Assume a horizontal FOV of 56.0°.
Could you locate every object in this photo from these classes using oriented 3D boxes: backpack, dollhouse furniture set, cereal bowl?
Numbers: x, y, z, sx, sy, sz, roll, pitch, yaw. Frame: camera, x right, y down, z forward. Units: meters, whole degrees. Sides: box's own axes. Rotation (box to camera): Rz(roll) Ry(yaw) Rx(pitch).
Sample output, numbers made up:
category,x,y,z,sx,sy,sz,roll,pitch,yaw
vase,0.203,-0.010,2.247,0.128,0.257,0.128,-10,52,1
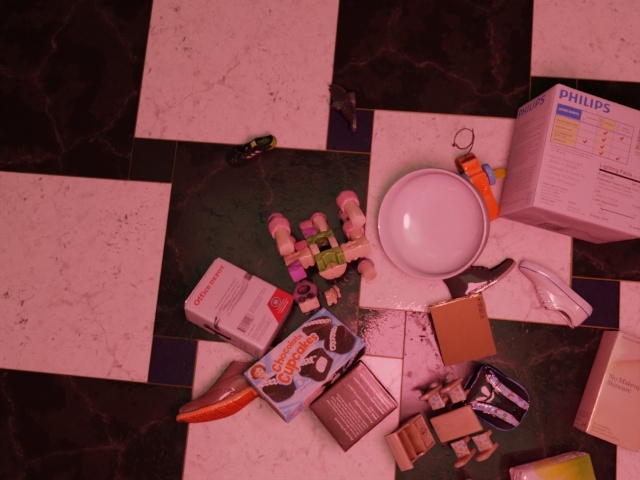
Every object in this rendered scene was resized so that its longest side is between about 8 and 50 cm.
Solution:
category,x,y,z,sx,sy,sz,roll,pitch,yaw
backpack,0.517,0.467,1.779,0.173,0.117,0.158,30,84,8
dollhouse furniture set,0.332,0.541,1.702,0.242,0.161,0.212,-34,78,36
cereal bowl,0.353,-0.052,1.824,0.339,0.141,0.339,4,97,31

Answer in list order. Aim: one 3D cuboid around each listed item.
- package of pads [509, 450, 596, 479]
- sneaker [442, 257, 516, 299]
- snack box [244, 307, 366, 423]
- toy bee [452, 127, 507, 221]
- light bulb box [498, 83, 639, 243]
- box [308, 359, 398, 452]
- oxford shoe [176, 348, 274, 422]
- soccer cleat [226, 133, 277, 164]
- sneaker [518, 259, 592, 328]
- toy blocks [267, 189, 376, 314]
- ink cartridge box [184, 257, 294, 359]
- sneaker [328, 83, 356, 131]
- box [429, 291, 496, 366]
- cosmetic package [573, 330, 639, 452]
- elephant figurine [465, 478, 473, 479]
category,x,y,z,sx,sy,sz,roll,pitch,yaw
package of pads,0.683,0.774,1.716,0.229,0.101,0.297,-10,80,-10
sneaker,0.485,0.093,1.853,0.222,0.083,0.118,-34,82,0
snack box,-0.042,0.360,1.774,0.322,0.060,0.187,-38,57,-24
toy bee,0.484,-0.211,1.880,0.195,0.162,0.298,-3,107,-3
light bulb box,0.760,-0.212,1.774,0.358,0.225,0.361,15,82,-9
box,0.098,0.481,1.778,0.203,0.168,0.167,-41,81,-2
oxford shoe,-0.275,0.452,1.844,0.363,0.130,0.133,-21,64,-6
soccer cleat,-0.228,-0.301,1.961,0.179,0.072,0.060,-24,81,0
sneaker,0.700,0.164,1.824,0.258,0.094,0.091,39,81,7
toy blocks,0.000,0.000,1.858,0.288,0.309,0.260,-21,40,-3
ink cartridge box,-0.248,0.206,1.836,0.273,0.114,0.197,28,61,6
sneaker,0.073,-0.433,1.975,0.089,0.051,0.170,-3,77,3
box,0.432,0.271,1.828,0.164,0.021,0.201,-15,101,4
cosmetic package,0.880,0.436,1.765,0.160,0.113,0.309,20,84,6
elephant figurine,0.375,0.809,1.723,0.239,0.169,0.186,-33,66,-8
